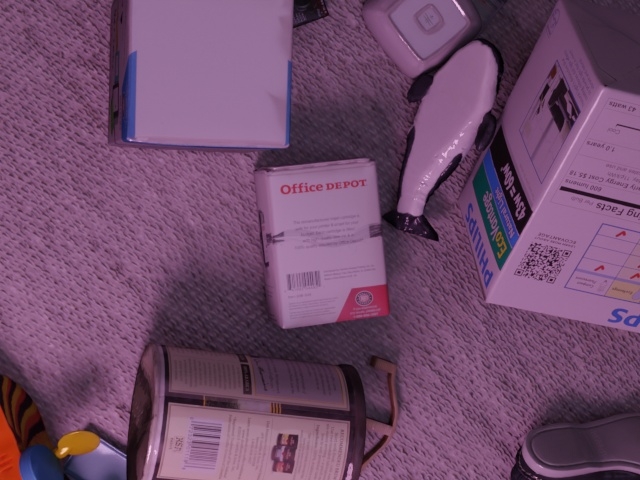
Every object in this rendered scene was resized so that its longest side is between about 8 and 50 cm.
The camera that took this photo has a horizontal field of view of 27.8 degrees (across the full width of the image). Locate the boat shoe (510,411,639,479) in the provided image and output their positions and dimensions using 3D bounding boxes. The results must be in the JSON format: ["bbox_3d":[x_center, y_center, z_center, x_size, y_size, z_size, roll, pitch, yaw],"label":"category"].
[{"bbox_3d":[0.423,0.322,1.903,0.302,0.091,0.114,4,47,-14],"label":"boat shoe"}]

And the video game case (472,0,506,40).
[{"bbox_3d":[0.198,-0.407,1.844,0.190,0.022,0.173,40,82,-13],"label":"video game case"}]

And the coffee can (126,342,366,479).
[{"bbox_3d":[-0.101,0.247,1.695,0.275,0.201,0.201,8,90,-15],"label":"coffee can"}]

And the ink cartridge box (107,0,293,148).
[{"bbox_3d":[-0.158,-0.213,1.624,0.197,0.270,0.198,1,92,-14],"label":"ink cartridge box"}]

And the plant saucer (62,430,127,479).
[{"bbox_3d":[-0.255,0.334,1.751,0.192,0.018,0.067,36,83,-13],"label":"plant saucer"}]

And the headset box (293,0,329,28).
[{"bbox_3d":[-0.039,-0.323,1.775,0.083,0.032,0.062,-22,98,-15],"label":"headset box"}]

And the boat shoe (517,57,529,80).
[{"bbox_3d":[0.452,-0.174,1.870,0.342,0.123,0.123,29,85,-15],"label":"boat shoe"}]

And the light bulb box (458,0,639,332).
[{"bbox_3d":[0.424,-0.084,1.731,0.358,0.225,0.361,12,128,-16],"label":"light bulb box"}]

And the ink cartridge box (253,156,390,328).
[{"bbox_3d":[0.000,0.000,1.769,0.158,0.092,0.218,-6,96,-15],"label":"ink cartridge box"}]

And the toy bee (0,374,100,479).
[{"bbox_3d":[-0.371,0.325,1.665,0.195,0.162,0.298,-5,78,20],"label":"toy bee"}]

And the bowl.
[{"bbox_3d":[0.145,-0.311,1.801,0.142,0.053,0.142,-38,102,2],"label":"bowl"}]

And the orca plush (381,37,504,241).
[{"bbox_3d":[0.195,-0.139,1.815,0.102,0.151,0.287,3,100,-52],"label":"orca plush"}]

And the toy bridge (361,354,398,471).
[{"bbox_3d":[0.073,0.262,1.834,0.063,0.026,0.188,20,87,-16],"label":"toy bridge"}]
